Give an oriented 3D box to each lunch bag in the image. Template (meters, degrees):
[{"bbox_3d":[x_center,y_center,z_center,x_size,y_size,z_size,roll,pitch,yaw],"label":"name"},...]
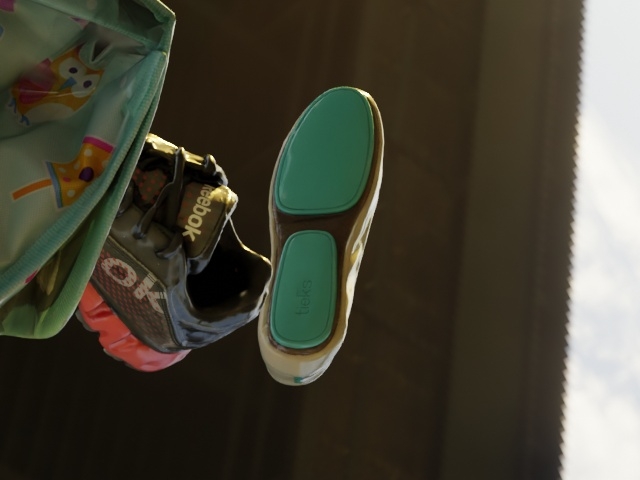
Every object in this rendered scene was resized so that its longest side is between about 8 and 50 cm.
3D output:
[{"bbox_3d":[-0.187,-0.015,0.803,0.262,0.223,0.160,-35,-82,-15],"label":"lunch bag"}]

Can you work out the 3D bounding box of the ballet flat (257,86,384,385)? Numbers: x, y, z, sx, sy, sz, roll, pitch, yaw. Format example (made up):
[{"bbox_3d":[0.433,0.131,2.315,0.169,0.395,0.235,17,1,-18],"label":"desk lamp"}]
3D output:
[{"bbox_3d":[0.000,0.000,1.479,0.086,0.086,0.248,32,-125,-28],"label":"ballet flat"}]

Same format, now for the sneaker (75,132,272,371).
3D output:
[{"bbox_3d":[-0.127,-0.032,1.146,0.276,0.135,0.097,50,-135,-32],"label":"sneaker"}]
